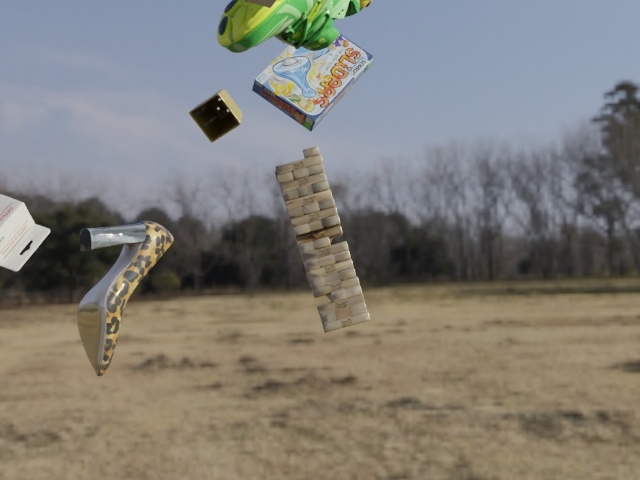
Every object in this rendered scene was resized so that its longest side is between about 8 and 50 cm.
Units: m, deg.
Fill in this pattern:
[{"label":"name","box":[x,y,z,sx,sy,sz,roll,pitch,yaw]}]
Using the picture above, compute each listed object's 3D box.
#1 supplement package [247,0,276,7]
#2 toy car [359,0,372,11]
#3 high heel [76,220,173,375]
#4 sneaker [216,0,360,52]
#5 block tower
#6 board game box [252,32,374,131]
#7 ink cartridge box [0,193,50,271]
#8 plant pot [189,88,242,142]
[{"label":"supplement package","box":[-0.102,-0.465,1.375,0.198,0.262,0.199,13,-24,-21]},{"label":"toy car","box":[0.156,-0.568,2.233,0.225,0.238,0.053,1,8,-12]},{"label":"high heel","box":[-0.326,0.098,1.972,0.093,0.261,0.186,7,9,44]},{"label":"sneaker","box":[-0.026,-0.319,1.589,0.109,0.123,0.295,-6,23,42]},{"label":"block tower","box":[0.000,0.000,2.121,0.097,0.335,0.091,-15,-4,-2]},{"label":"board game box","box":[-0.012,-0.306,2.077,0.136,0.201,0.035,35,-31,6]},{"label":"ink cartridge box","box":[-0.563,-0.026,1.923,0.180,0.104,0.060,18,-33,23]},{"label":"plant pot","box":[-0.213,-0.271,2.386,0.082,0.081,0.083,-30,18,22]}]
